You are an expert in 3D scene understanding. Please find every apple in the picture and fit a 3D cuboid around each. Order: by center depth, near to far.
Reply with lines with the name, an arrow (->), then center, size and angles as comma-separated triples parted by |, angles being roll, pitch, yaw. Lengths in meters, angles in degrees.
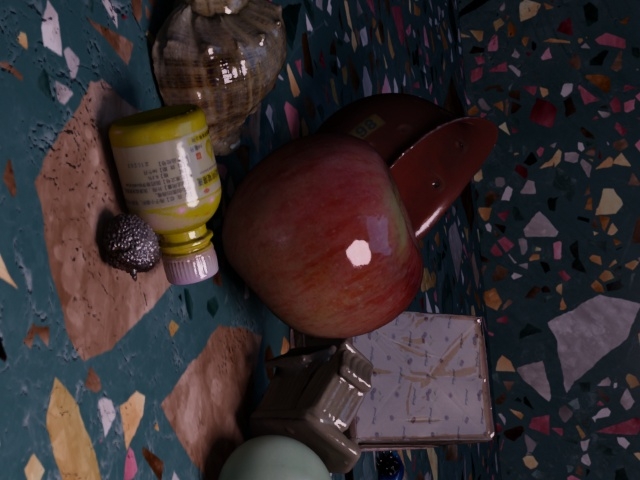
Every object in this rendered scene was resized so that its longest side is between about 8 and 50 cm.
apple -> 0.000, 0.000, 1.610 | 0.345, 0.269, 0.345 | -21, 90, -83

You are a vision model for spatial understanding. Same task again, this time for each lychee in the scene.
lychee -> -0.227, 0.008, 1.285 | 0.067, 0.068, 0.083 | 172, -90, -68

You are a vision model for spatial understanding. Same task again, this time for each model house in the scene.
model house -> -0.013, 0.234, 1.587 | 0.122, 0.229, 0.188 | 39, 58, -31

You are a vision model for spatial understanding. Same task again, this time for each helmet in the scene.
helmet -> 0.105, -0.146, 1.969 | 0.230, 0.385, 0.337 | 47, 5, 25

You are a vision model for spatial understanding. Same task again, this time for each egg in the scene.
egg -> -0.059, 0.373, 1.497 | 0.168, 0.168, 0.231 | -72, 156, -51

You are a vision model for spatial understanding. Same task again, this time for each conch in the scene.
conch -> -0.126, -0.260, 1.519 | 0.210, 0.159, 0.291 | -60, 142, -62

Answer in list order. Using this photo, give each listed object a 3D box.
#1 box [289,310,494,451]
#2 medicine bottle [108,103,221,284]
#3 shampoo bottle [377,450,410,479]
box -> 0.122, 0.243, 1.835 | 0.297, 0.190, 0.225 | 6, 75, -33
medicine bottle -> -0.182, -0.054, 1.341 | 0.122, 0.122, 0.212 | -51, 132, -65
shampoo bottle -> 0.163, 0.520, 2.298 | 0.087, 0.050, 0.183 | -74, 152, -44
